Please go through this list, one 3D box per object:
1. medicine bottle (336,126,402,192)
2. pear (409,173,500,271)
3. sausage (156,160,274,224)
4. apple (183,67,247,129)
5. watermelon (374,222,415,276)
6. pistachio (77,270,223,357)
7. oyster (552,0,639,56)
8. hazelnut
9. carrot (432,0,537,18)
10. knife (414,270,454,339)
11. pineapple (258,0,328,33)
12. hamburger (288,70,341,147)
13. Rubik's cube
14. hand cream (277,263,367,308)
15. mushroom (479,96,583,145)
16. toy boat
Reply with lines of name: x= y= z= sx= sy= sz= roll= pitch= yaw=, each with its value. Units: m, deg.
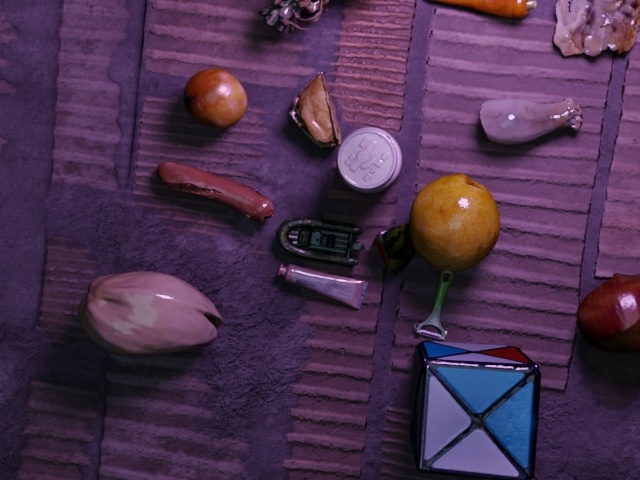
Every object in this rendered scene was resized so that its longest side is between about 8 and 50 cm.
medicine bottle: x=0.107 y=-0.174 z=1.629 sx=0.143 sy=0.258 sz=0.144 roll=0 pitch=93 yaw=6
pear: x=0.292 y=-0.045 z=1.636 sx=0.208 sy=0.209 sz=0.209 roll=0 pitch=93 yaw=6
sausage: x=-0.250 y=-0.120 z=1.762 sx=0.304 sy=0.078 sz=0.078 roll=21 pitch=95 yaw=5
apple: x=-0.245 y=-0.322 z=1.716 sx=0.146 sy=0.146 sz=0.147 roll=0 pitch=93 yaw=6
watermelon: x=0.160 y=0.019 z=1.734 sx=0.094 sy=0.125 sz=0.135 roll=19 pitch=115 yaw=34
pistachio: x=-0.392 y=0.177 z=1.734 sx=0.331 sy=0.208 sz=0.226 roll=5 pitch=137 yaw=-8
oyster: x=0.643 y=-0.566 z=1.635 sx=0.201 sy=0.107 sz=0.355 roll=21 pitch=95 yaw=1
hazelnut: x=0.679 y=0.165 z=1.649 sx=0.201 sy=0.160 sz=0.170 roll=-3 pitch=108 yaw=-31
carrot: x=0.359 y=-0.540 z=1.695 sx=0.256 sy=0.061 sz=0.061 roll=10 pitch=94 yaw=16
knife: x=0.272 y=0.146 z=1.743 sx=0.078 sy=0.022 sz=0.166 roll=14 pitch=95 yaw=-1
pineapple: x=-0.013 y=-0.572 z=1.661 sx=0.271 sy=0.262 sz=0.262 roll=-44 pitch=88 yaw=17
hamburger: x=-0.014 y=-0.294 z=1.729 sx=0.102 sy=0.087 sz=0.176 roll=-12 pitch=98 yaw=17
Rubik's cube: x=0.328 y=0.364 z=1.637 sx=0.248 sy=0.250 sz=0.247 roll=2 pitch=93 yaw=4
hand cream: x=0.003 y=0.099 z=1.765 sx=0.209 sy=0.043 sz=0.067 roll=18 pitch=96 yaw=0
mushroom: x=0.470 y=-0.271 z=1.671 sx=0.225 sy=0.093 sz=0.116 roll=-1 pitch=71 yaw=11
toy boat: x=0.000 y=0.000 z=1.752 sx=0.210 sy=0.052 sz=0.104 roll=10 pitch=96 yaw=5
